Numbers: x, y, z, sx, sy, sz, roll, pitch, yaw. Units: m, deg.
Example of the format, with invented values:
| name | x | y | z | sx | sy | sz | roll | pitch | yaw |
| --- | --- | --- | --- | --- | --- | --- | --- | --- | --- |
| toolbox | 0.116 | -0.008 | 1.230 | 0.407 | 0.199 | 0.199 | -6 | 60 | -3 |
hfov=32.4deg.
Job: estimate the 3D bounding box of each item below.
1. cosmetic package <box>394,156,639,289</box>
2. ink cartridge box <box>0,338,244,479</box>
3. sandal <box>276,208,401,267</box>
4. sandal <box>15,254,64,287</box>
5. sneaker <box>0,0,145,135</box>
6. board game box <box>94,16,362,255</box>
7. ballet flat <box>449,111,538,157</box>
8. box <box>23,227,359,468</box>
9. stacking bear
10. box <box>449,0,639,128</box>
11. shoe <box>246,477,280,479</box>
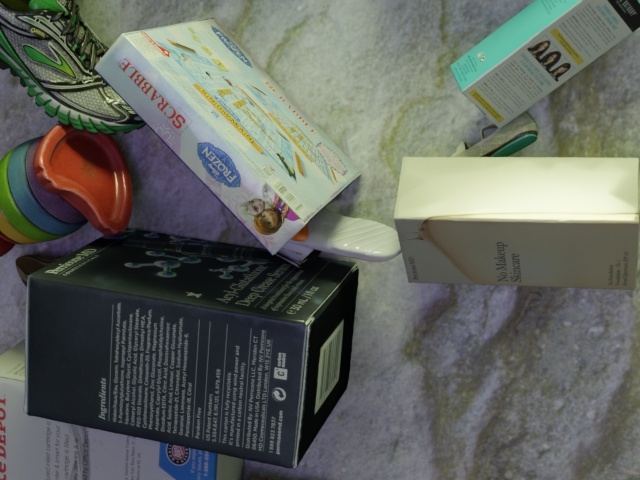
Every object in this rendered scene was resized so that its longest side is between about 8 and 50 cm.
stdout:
| name | x | y | z | sx | sy | sz | roll | pitch | yaw |
| --- | --- | --- | --- | --- | --- | --- | --- | --- | --- |
| cosmetic package | 0.265 | -0.024 | 1.471 | 0.309 | 0.113 | 0.160 | 0 | 144 | 15 |
| ink cartridge box | -0.328 | 0.337 | 1.730 | 0.395 | 0.166 | 0.285 | 9 | 108 | 12 |
| sandal | -0.005 | 0.005 | 1.571 | 0.265 | 0.102 | 0.076 | 18 | 128 | 30 |
| sandal | -0.409 | 0.050 | 1.735 | 0.180 | 0.049 | 0.072 | -5 | 105 | 35 |
| sneaker | -0.370 | -0.274 | 1.550 | 0.343 | 0.134 | 0.146 | 32 | 130 | -20 |
| board game box | -0.107 | -0.152 | 1.463 | 0.319 | 0.318 | 0.066 | 47 | 111 | 0 |
| ballet flat | 0.223 | -0.125 | 1.531 | 0.168 | 0.057 | 0.052 | -29 | 66 | 17 |
| box | -0.173 | 0.137 | 1.570 | 0.395 | 0.293 | 0.212 | 8 | 106 | 12 |
| stacking bear | -0.442 | -0.059 | 1.665 | 0.289 | 0.164 | 0.175 | -23 | 131 | 30 |
| box | 0.297 | -0.259 | 1.438 | 0.244 | 0.060 | 0.100 | -36 | 134 | 20 |
| shoe | -0.023 | 0.417 | 1.736 | 0.219 | 0.058 | 0.076 | 14 | 77 | 7 |
